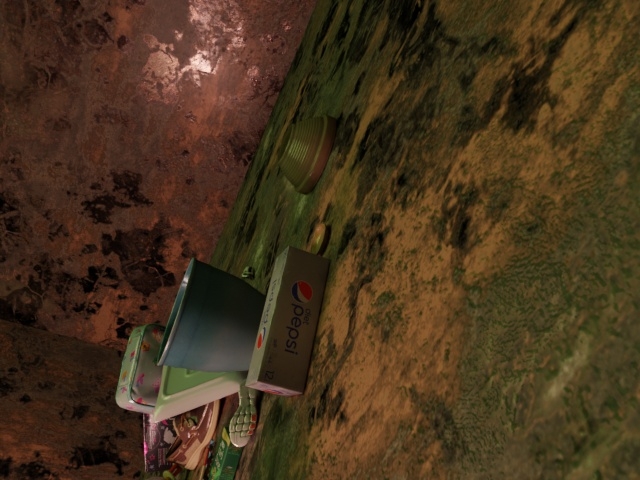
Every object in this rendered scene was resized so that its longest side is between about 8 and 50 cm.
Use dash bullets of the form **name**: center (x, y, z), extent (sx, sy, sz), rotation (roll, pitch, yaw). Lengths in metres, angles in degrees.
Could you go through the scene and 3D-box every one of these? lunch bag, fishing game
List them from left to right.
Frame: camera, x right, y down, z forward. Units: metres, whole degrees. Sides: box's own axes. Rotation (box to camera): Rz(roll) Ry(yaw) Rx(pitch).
- **lunch bag**: center (-0.513, 0.409, 1.702), extent (0.108, 0.224, 0.279), rotation (-25, 49, 41)
- **fishing game**: center (-0.308, 0.638, 1.442), extent (0.264, 0.041, 0.189), rotation (115, 168, -67)

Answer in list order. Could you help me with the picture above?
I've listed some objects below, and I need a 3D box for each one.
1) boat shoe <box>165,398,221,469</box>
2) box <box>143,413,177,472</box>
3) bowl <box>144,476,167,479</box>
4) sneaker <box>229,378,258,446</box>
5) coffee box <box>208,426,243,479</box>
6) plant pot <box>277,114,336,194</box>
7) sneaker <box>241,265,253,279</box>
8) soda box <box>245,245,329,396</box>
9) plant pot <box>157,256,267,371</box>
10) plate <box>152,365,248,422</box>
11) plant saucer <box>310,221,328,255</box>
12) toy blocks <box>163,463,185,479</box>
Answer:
- **boat shoe**: center (-0.410, 0.593, 1.694), extent (0.123, 0.123, 0.342), rotation (-99, 32, -59)
- **box**: center (-0.586, 0.713, 2.000), extent (0.163, 0.142, 0.247), rotation (-161, 71, -75)
- **bowl**: center (-0.537, 0.902, 1.636), extent (0.298, 0.134, 0.297), rotation (-38, -40, -41)
- **sneaker**: center (-0.172, 0.413, 1.265), extent (0.065, 0.061, 0.158), rotation (83, -166, -57)
- **coffee box**: center (-0.240, 0.565, 1.306), extent (0.113, 0.040, 0.184), rotation (175, 113, -73)
- **plant pot**: center (-0.052, -0.259, 1.519), extent (0.237, 0.110, 0.237), rotation (-160, 90, -73)
- **sneaker**: center (-0.260, 0.114, 1.906), extent (0.043, 0.040, 0.109), rotation (-69, 16, -1)
- **soda box**: center (-0.064, 0.163, 1.080), extent (0.091, 0.098, 0.286), rotation (140, 145, -59)
- **plant pot**: center (-0.240, 0.210, 1.327), extent (0.272, 0.255, 0.271), rotation (-160, 90, -75)
- **plate**: center (-0.344, 0.374, 1.531), extent (0.277, 0.278, 0.045), rotation (-112, 2, -68)
- **plant saucer**: center (0.000, 0.000, 1.207), extent (0.083, 0.015, 0.083), rotation (-162, 90, -74)
- **toy blocks**: center (-0.510, 0.831, 1.846), extent (0.148, 0.054, 0.123), rotation (-41, -38, -53)
